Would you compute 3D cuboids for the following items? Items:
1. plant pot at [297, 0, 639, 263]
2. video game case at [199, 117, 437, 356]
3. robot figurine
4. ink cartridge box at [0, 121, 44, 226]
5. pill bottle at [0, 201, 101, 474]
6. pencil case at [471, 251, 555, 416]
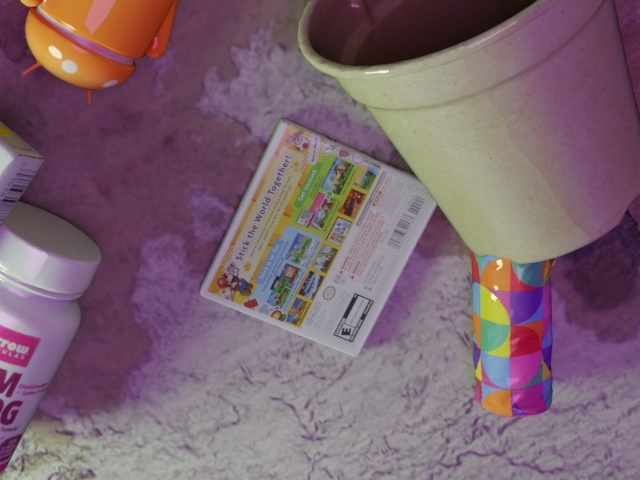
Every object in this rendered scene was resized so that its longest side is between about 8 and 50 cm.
[{"bbox_3d":[0.192,-0.158,1.483,0.334,0.334,0.305,-29,122,3],"label":"plant pot"},{"bbox_3d":[0.000,0.000,1.641,0.206,0.026,0.227,23,105,-15],"label":"video game case"},{"bbox_3d":[-0.219,-0.248,1.470,0.128,0.158,0.219,33,102,5],"label":"robot figurine"},{"bbox_3d":[-0.482,-0.052,1.491,0.307,0.072,0.303,40,102,21],"label":"ink cartridge box"},{"bbox_3d":[-0.359,0.108,1.553,0.160,0.160,0.283,25,103,-15],"label":"pill bottle"},{"bbox_3d":[0.228,0.086,1.666,0.104,0.104,0.236,-3,111,-7],"label":"pencil case"}]
